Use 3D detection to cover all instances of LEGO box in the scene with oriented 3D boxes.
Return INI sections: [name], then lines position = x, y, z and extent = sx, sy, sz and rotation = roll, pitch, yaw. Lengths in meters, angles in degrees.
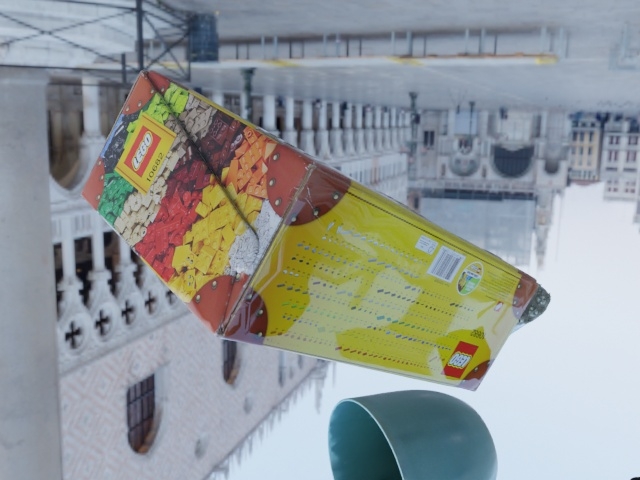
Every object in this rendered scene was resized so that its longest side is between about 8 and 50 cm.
[LEGO box]
position = 0.000, 0.000, 0.903
extent = 0.500, 0.193, 0.372
rotation = 22, -171, -45

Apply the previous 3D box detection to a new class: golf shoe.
[golf shoe]
position = 0.300, 0.133, 1.108
extent = 0.176, 0.069, 0.086
rotation = -31, 158, -9

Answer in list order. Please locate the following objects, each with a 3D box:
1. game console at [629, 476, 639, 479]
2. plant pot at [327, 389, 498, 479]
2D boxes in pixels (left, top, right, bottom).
[game console]
position = 0.560, 0.435, 1.051
extent = 0.122, 0.071, 0.107
rotation = -20, -147, 37
[plant pot]
position = 0.183, 0.412, 1.248
extent = 0.235, 0.293, 0.293
rotation = -10, -166, -25
